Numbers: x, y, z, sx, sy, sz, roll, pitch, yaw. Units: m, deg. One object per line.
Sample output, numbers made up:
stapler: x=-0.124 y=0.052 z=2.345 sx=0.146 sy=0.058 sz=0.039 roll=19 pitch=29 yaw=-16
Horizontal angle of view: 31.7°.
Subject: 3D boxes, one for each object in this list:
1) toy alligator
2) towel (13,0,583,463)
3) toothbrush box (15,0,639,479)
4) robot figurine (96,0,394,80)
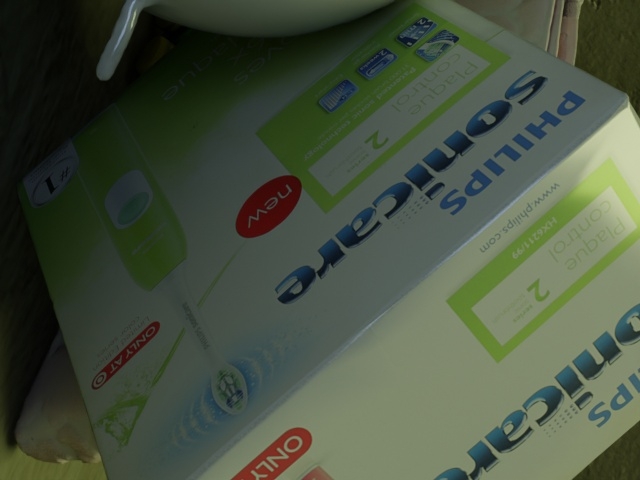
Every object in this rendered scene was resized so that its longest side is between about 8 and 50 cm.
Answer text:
toy alligator: x=-0.100 y=-0.098 z=0.740 sx=0.051 sy=0.056 sz=0.190 roll=-17 pitch=-133 yaw=46
towel: x=-0.007 y=-0.019 z=0.667 sx=0.053 sy=0.331 sz=0.317 roll=47 pitch=44 yaw=-34
toothbrush box: x=0.000 y=0.000 z=0.484 sx=0.206 sy=0.122 sz=0.283 roll=-41 pitch=-146 yaw=2
robot figurine: x=-0.012 y=-0.225 z=0.453 sx=0.300 sy=0.199 sz=0.354 roll=113 pitch=-6 yaw=-57
